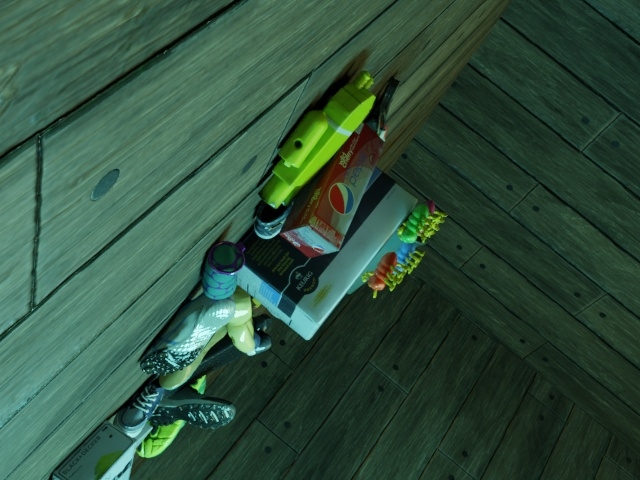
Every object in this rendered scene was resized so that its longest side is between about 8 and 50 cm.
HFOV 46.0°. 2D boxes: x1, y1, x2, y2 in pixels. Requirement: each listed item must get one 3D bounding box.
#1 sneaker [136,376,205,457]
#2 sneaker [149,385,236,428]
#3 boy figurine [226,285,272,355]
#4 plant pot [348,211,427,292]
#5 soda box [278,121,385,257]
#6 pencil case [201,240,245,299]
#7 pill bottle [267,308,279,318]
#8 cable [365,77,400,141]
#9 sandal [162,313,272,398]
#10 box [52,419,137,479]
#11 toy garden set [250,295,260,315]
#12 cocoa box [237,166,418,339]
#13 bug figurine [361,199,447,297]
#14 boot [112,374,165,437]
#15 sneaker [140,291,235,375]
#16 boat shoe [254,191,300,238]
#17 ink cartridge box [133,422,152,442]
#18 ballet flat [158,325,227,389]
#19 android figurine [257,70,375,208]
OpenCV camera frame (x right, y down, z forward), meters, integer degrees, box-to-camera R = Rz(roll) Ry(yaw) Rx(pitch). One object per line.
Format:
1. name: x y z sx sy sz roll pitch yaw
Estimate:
1. sneaker: -0.398 0.485 2.100 0.295 0.109 0.123 -57 151 -34
2. sneaker: -0.340 0.423 1.974 0.108 0.271 0.100 -62 142 -45
3. boy figurine: -0.190 0.182 1.818 0.092 0.177 0.285 -15 153 -1
4. plant pot: 0.135 -0.009 2.629 0.334 0.341 0.341 -43 179 18
5. soda box: 0.025 -0.100 1.406 0.092 0.083 0.263 -15 -138 50
6. pencil case: -0.174 0.054 1.345 0.070 0.064 0.152 -32 169 -22
7. pill bottle: -0.083 0.148 2.421 0.181 0.181 0.323 -49 175 -28
8. cable: 0.159 -0.299 1.830 0.139 0.072 0.287 -55 179 -34
9. sandal: -0.287 0.275 2.030 0.445 0.107 0.167 -23 156 -54
10. box: -0.501 0.549 1.643 0.169 0.087 0.290 -46 162 -49
11. toy garden set: -0.254 0.234 2.291 0.204 0.049 0.244 -50 176 10
12. cocoa box: 0.000 0.000 1.615 0.347 0.228 0.231 -50 175 -17
13. bug figurine: 0.182 0.012 1.609 0.216 0.072 0.279 -59 169 15
14. boot: -0.408 0.371 1.719 0.086 0.069 0.190 -59 -178 16
15. sneaker: -0.258 0.173 1.462 0.237 0.085 0.086 -42 -140 10
16. boat shoe: -0.055 -0.082 1.434 0.183 0.065 0.083 -50 174 -18
17. ink cartridge box: -0.506 0.517 1.850 0.115 0.067 0.198 -51 176 15
18. ballet flat: -0.305 0.249 1.775 0.232 0.080 0.073 -51 149 -42
19. android figurine: 0.000 -0.173 1.283 0.273 0.056 0.248 -51 176 12
